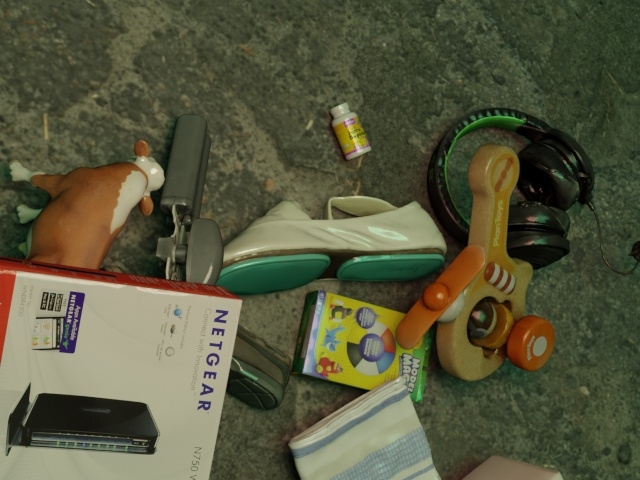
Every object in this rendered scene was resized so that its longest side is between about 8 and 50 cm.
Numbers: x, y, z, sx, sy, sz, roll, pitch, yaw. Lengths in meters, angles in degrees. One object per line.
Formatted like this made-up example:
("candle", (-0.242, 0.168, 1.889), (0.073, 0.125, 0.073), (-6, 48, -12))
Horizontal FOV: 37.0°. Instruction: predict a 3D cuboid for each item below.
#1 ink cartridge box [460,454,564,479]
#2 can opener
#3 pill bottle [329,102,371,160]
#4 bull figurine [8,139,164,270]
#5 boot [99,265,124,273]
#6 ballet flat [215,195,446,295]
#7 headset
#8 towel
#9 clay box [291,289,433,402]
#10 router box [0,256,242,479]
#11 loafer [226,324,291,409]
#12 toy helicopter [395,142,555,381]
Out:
("ink cartridge box", (0.276, 0.560, 1.373), (0.285, 0.166, 0.395), (-31, 102, -23))
("can opener", (-0.166, -0.046, 1.297), (0.095, 0.076, 0.284), (2, 57, 4))
("pill bottle", (0.044, -0.169, 1.481), (0.043, 0.043, 0.083), (-24, 92, -25))
("bull figurine", (-0.325, -0.018, 1.218), (0.188, 0.101, 0.310), (5, 48, 16))
("boot", (-0.376, 0.213, 1.193), (0.284, 0.138, 0.378), (4, 85, -23))
("ballet flat", (0.000, 0.000, 1.403), (0.400, 0.139, 0.139), (-3, 83, -28))
("headset", (0.367, -0.065, 1.527), (0.394, 0.185, 0.243), (27, 72, -5))
("towel", (0.085, 0.362, 1.389), (0.209, 0.034, 0.285), (-26, 104, -24))
("clay box", (0.076, 0.163, 1.436), (0.222, 0.053, 0.128), (16, 76, -20))
("router box", (-0.270, 0.200, 1.098), (0.301, 0.082, 0.336), (8, 95, -23))
("loafer", (-0.151, 0.133, 1.335), (0.267, 0.096, 0.084), (41, 49, -19))
("toy helicopter", (0.227, 0.036, 1.396), (0.235, 0.140, 0.355), (-8, 107, -37))
